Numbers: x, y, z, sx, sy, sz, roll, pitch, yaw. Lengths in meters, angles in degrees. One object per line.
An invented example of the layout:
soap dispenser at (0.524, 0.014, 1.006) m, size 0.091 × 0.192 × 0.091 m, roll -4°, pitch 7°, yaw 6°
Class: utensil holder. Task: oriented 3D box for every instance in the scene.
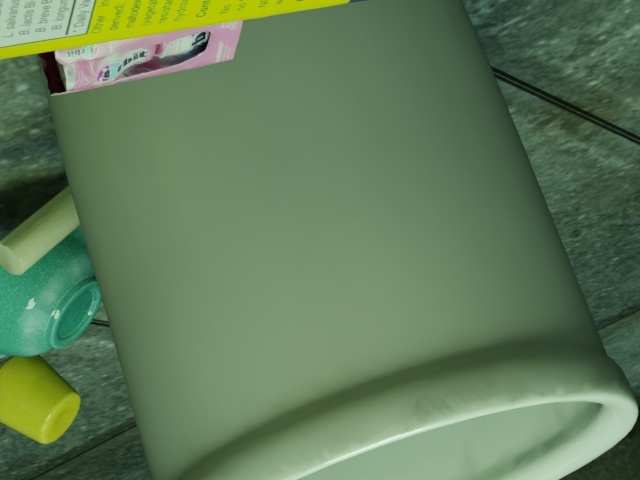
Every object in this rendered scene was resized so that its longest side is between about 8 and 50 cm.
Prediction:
utensil holder at (0.000, 0.000, 1.377) m, size 0.327 × 0.385 × 0.327 m, roll -16°, pitch 159°, yaw -6°

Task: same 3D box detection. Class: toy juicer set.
toy juicer set at (-0.247, 0.048, 1.572) m, size 0.209 × 0.089 × 0.329 m, roll -31°, pitch 149°, yaw -53°

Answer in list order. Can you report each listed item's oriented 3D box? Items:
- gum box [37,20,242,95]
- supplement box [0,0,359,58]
gum box at (-0.119, -0.174, 1.099) m, size 0.107 × 0.188 × 0.062 m, roll -14°, pitch 160°, yaw -15°
supplement box at (-0.132, -0.221, 0.956) m, size 0.356 × 0.195 × 0.194 m, roll -12°, pitch 158°, yaw -21°
